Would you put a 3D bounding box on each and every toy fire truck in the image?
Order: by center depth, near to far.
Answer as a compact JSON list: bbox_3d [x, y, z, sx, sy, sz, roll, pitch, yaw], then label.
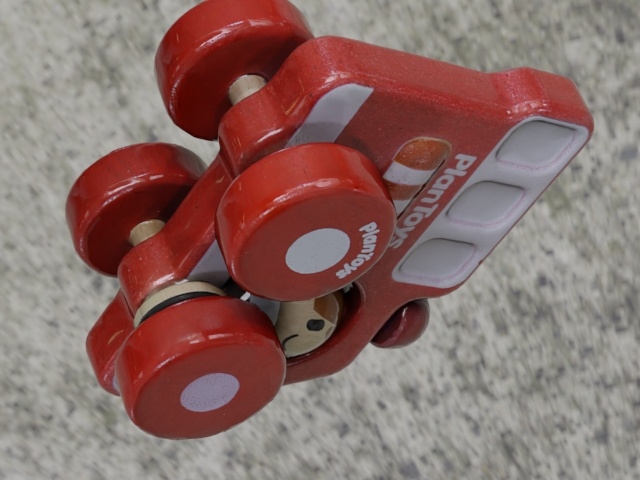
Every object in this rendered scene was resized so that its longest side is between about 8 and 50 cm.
[{"bbox_3d":[0.000,0.000,1.151,0.302,0.254,0.169,-53,43,32],"label":"toy fire truck"}]
